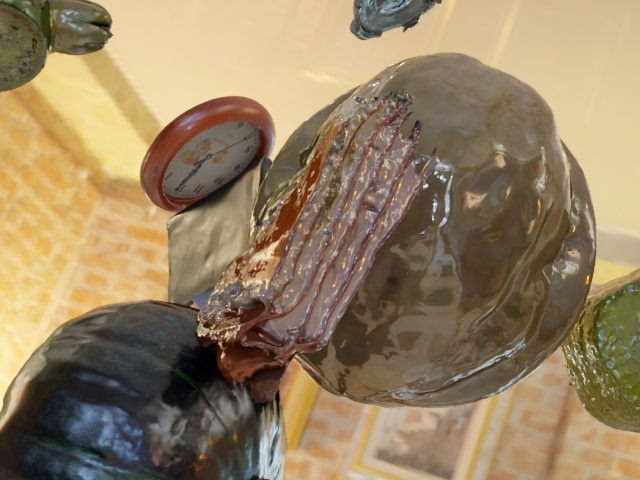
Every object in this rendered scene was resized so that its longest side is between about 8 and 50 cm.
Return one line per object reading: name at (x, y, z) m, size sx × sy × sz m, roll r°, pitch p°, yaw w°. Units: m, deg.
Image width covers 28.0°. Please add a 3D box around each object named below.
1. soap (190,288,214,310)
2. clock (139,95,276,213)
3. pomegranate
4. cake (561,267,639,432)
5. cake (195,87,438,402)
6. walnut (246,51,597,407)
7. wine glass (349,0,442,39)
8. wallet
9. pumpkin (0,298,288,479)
soap at (-0.082, 0.099, 1.576) m, size 0.149 × 0.056 × 0.100 m, roll -7°, pitch -44°, yaw -10°
clock at (-0.155, -0.118, 1.766) m, size 0.051 × 0.205 × 0.205 m, roll 55°, pitch -1°, yaw 31°
pomegranate at (-0.387, -0.298, 1.572) m, size 0.240 × 0.159 × 0.190 m, roll -8°, pitch -33°, yaw 14°
cake at (0.405, 0.108, 1.423) m, size 0.156 × 0.260 × 0.179 m, roll 152°, pitch -84°, yaw -77°
cake at (-0.005, -0.004, 1.076) m, size 0.098 × 0.287 × 0.135 m, roll 39°, pitch -12°, yaw -16°
walnut at (0.104, -0.002, 1.314) m, size 0.381 × 0.381 × 0.381 m, roll 19°, pitch -19°, yaw 7°
wine glass at (0.008, -0.192, 0.730) m, size 0.155 × 0.072 × 0.072 m, roll 57°, pitch -6°, yaw 24°
wallet at (-0.134, -0.002, 1.655) m, size 0.030 × 0.146 × 0.285 m, roll 14°, pitch -23°, yaw -28°
pumpkin at (-0.148, 0.208, 1.165) m, size 0.238 × 0.315 × 0.315 m, roll 13°, pitch -21°, yaw 25°
